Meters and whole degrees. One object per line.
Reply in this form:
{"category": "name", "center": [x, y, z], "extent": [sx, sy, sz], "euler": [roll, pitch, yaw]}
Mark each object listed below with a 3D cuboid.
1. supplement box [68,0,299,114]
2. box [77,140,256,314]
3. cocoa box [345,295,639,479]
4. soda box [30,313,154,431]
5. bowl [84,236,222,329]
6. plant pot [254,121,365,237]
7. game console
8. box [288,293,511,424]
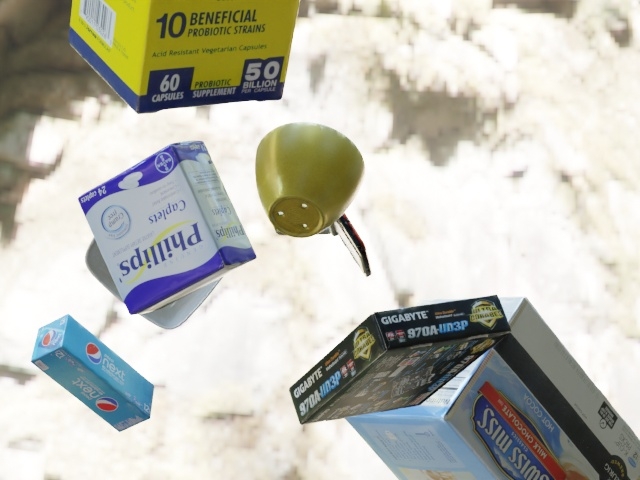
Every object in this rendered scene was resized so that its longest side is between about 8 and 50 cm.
{"category": "supplement box", "center": [-0.139, -0.345, 1.874], "extent": [0.194, 0.195, 0.357], "euler": [-9, -55, -31]}
{"category": "box", "center": [-0.156, -0.013, 1.714], "extent": [0.126, 0.137, 0.072], "euler": [-28, -5, 23]}
{"category": "cocoa box", "center": [0.249, 0.277, 2.370], "extent": [0.231, 0.228, 0.347], "euler": [-6, -50, 53]}
{"category": "soda box", "center": [-0.352, 0.208, 2.636], "extent": [0.067, 0.071, 0.210], "euler": [-25, -51, 26]}
{"category": "bowl", "center": [-0.175, 0.011, 1.886], "extent": [0.142, 0.142, 0.053], "euler": [39, 6, -3]}
{"category": "plant pot", "center": [-0.020, -0.059, 2.000], "extent": [0.134, 0.095, 0.134], "euler": [7, -45, 7]}
{"category": "game console", "center": [0.000, 0.000, 2.234], "extent": [0.085, 0.124, 0.144], "euler": [-31, -16, -3]}
{"category": "box", "center": [0.088, 0.139, 1.937], "extent": [0.175, 0.051, 0.220], "euler": [-6, -24, -32]}
